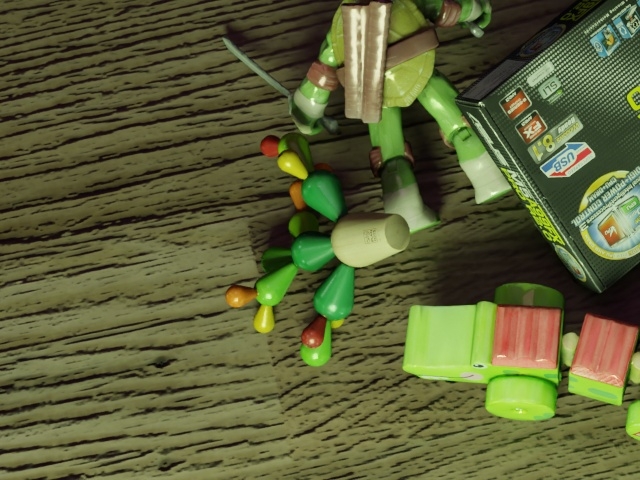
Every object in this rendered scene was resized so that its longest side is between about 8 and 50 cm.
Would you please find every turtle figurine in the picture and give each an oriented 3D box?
[{"bbox_3d":[0.079,-0.146,1.872,0.198,0.275,0.266,-22,87,-25],"label":"turtle figurine"}]

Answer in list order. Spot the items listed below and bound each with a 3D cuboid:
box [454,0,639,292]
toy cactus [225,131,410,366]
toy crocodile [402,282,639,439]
[{"bbox_3d":[0.286,-0.120,1.785,0.270,0.060,0.216,-38,108,-10],"label":"box"},{"bbox_3d":[0.000,0.000,1.799,0.180,0.112,0.219,-12,73,46],"label":"toy cactus"},{"bbox_3d":[0.241,0.103,1.748,0.340,0.105,0.115,9,70,12],"label":"toy crocodile"}]
